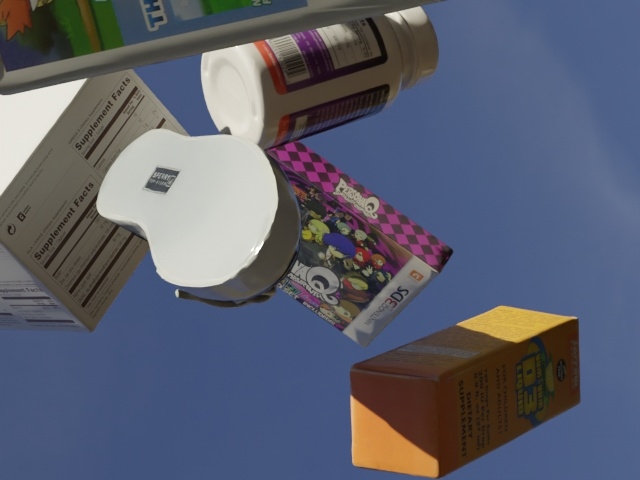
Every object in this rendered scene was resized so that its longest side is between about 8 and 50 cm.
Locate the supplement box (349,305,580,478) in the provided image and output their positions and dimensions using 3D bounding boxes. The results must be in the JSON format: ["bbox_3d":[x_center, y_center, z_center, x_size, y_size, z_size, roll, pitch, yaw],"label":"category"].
[{"bbox_3d":[0.114,0.109,1.175,0.233,0.080,0.078,-17,-74,-56],"label":"supplement box"}]

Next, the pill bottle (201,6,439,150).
[{"bbox_3d":[0.003,-0.151,1.370,0.194,0.108,0.108,-20,-85,-28],"label":"pill bottle"}]

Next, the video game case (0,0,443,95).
[{"bbox_3d":[-0.058,-0.250,0.707,0.036,0.300,0.329,-68,-35,-66],"label":"video game case"}]

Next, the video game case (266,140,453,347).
[{"bbox_3d":[0.000,0.000,1.673,0.232,0.210,0.042,35,-123,-3],"label":"video game case"}]

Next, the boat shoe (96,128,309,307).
[{"bbox_3d":[-0.069,-0.004,1.120,0.105,0.306,0.113,35,-100,-25],"label":"boat shoe"}]

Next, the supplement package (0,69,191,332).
[{"bbox_3d":[-0.270,-0.042,1.405,0.145,0.262,0.204,50,-123,-31],"label":"supplement package"}]
